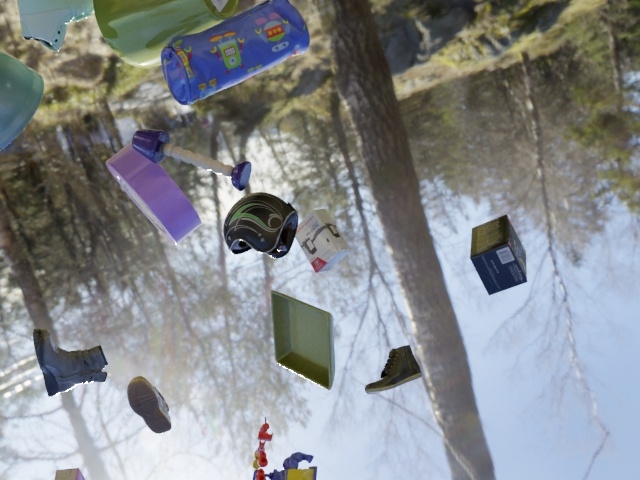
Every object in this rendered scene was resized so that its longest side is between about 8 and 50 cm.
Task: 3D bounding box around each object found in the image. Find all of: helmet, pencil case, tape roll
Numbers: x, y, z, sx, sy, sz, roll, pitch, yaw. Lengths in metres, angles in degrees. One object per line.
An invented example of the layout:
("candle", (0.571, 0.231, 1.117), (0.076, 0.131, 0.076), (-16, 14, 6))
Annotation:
("helmet", (-0.151, -0.034, 1.642), (0.161, 0.169, 0.169), (20, -157, 15))
("pencil case", (-0.166, -0.378, 1.329), (0.306, 0.133, 0.119), (-32, -148, -23))
("tape roll", (-0.428, -0.119, 1.745), (0.090, 0.275, 0.275), (-42, -165, -14))

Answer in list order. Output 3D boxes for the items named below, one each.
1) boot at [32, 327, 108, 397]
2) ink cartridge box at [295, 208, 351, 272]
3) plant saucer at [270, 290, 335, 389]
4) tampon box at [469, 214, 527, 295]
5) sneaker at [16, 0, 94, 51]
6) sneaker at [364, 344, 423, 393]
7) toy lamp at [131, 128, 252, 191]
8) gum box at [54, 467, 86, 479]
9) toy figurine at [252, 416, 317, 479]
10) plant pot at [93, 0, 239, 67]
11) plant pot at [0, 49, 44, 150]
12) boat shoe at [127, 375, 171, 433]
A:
("boot", (-0.637, 0.294, 1.740), (0.161, 0.246, 0.083), (-15, -134, -22))
("ink cartridge box", (0.000, 0.000, 1.928), (0.063, 0.150, 0.109), (-7, 150, -52))
("plant saucer", (-0.030, 0.214, 1.517), (0.045, 0.188, 0.188), (-20, -154, -40))
("tampon box", (0.444, 0.034, 1.688), (0.101, 0.120, 0.161), (-23, -160, 25))
("sneaker", (-0.617, -0.537, 1.657), (0.094, 0.151, 0.256), (18, -162, 39))
("sneaker", (0.219, 0.418, 2.194), (0.222, 0.118, 0.083), (-13, 167, -33))
("toy lamp", (-0.294, -0.188, 1.530), (0.274, 0.080, 0.080), (18, -162, 9))
("gum box", (-0.657, 0.696, 1.766), (0.062, 0.107, 0.188), (-5, -135, -2))
("toy figurine", (-0.073, 0.664, 1.785), (0.217, 0.191, 0.362), (10, -135, -7))
("plant pot", (-0.351, -0.581, 1.663), (0.293, 0.275, 0.275), (1, -160, 35))
("plant pot", (-0.863, -0.366, 1.661), (0.293, 0.196, 0.293), (-15, -126, 22))
("boat shoe", (-0.372, 0.348, 1.471), (0.063, 0.170, 0.059), (-17, -144, -3))
